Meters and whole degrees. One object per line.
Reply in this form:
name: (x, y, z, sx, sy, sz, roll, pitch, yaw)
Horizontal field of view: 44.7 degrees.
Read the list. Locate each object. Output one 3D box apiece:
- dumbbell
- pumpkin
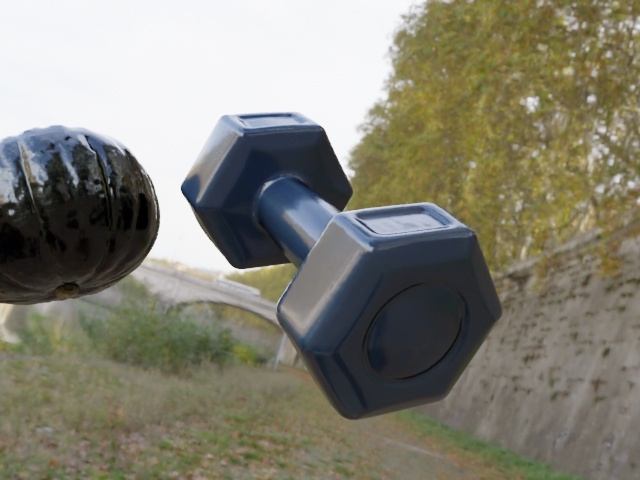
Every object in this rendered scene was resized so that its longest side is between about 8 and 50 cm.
dumbbell: (0.000, -0.001, 0.632, 0.316, 0.143, 0.156, 44, -15, 54)
pumpkin: (-0.270, -0.020, 0.770, 0.220, 0.162, 0.220, -18, -10, -4)
